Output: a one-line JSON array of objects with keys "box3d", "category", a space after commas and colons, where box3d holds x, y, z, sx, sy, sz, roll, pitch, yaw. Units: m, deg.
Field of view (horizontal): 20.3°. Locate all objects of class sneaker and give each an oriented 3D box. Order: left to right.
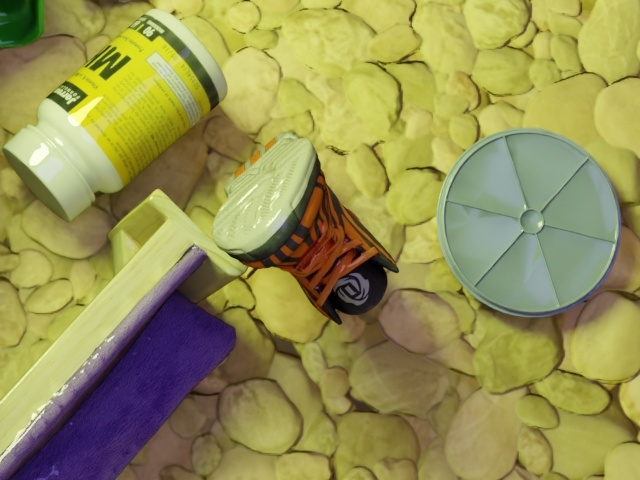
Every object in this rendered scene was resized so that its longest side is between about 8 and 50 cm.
[{"box3d": [0.000, 0.000, 1.698, 0.124, 0.321, 0.180, -40, 99, 10], "category": "sneaker"}]

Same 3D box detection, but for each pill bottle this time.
[{"box3d": [-0.203, -0.122, 1.769, 0.208, 0.119, 0.119, -43, 92, -14], "category": "pill bottle"}]

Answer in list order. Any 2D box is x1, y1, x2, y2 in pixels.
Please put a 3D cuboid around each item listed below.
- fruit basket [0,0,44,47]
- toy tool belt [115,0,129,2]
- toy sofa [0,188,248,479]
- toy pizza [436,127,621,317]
[{"box3d": [-0.433, -0.216, 1.651, 0.392, 0.283, 0.392, 3, 66, -8], "category": "fruit basket"}, {"box3d": [-0.219, -0.279, 1.825, 0.083, 0.052, 0.051, 9, 50, -41], "category": "toy tool belt"}, {"box3d": [-0.216, 0.142, 1.674, 0.177, 0.150, 0.362, 44, 63, -6], "category": "toy sofa"}, {"box3d": [0.218, -0.018, 1.883, 0.201, 0.032, 0.201, 1, 82, -10], "category": "toy pizza"}]
